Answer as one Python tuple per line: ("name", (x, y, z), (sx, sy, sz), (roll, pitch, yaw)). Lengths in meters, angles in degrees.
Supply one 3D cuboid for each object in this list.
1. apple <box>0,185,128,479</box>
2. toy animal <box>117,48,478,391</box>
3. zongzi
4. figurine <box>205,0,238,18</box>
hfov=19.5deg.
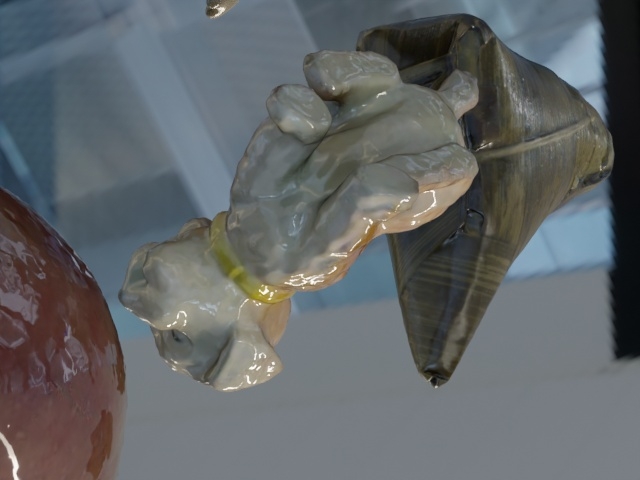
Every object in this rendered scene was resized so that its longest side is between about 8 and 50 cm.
("apple", (-0.228, 0.100, 0.801), (0.306, 0.305, 0.235), (-31, -150, -16))
("toy animal", (-0.004, -0.008, 0.962), (0.185, 0.104, 0.184), (-55, 165, 29))
("zongzi", (0.141, -0.014, 1.490), (0.134, 0.288, 0.286), (-11, 165, 33))
("figurine", (-0.051, -0.258, 1.247), (0.205, 0.225, 0.382), (-50, -159, 16))
